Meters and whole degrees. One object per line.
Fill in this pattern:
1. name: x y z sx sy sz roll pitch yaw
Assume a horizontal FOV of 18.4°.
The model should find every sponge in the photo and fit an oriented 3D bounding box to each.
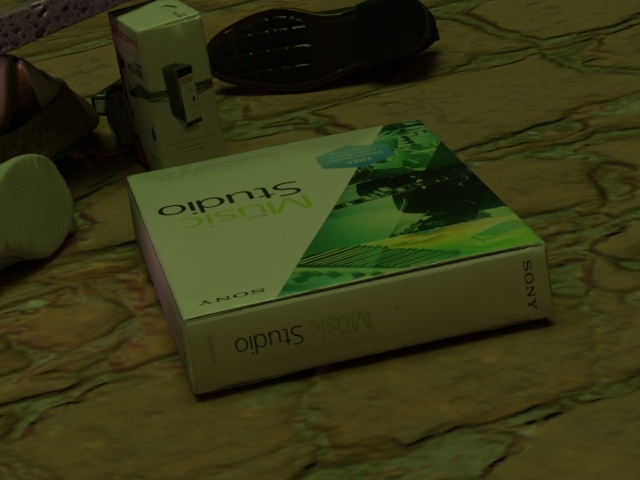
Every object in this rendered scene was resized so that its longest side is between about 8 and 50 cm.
1. sponge: -0.226 -0.187 1.627 0.210 0.031 0.117 -30 15 -39

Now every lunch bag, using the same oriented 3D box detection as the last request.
1. lunch bag: -0.152 -0.116 1.740 0.071 0.053 0.083 -11 11 -10

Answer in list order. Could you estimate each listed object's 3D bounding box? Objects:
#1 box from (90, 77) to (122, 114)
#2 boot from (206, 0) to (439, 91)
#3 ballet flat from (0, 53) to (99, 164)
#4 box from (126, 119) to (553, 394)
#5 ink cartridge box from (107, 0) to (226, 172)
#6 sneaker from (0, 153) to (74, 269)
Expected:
1. box: -0.163 -0.137 1.849 0.083 0.018 0.067 0 21 24
2. boot: 0.007 -0.179 1.852 0.219 0.082 0.106 -7 -2 17
3. ballet flat: -0.279 -0.093 1.639 0.123 0.123 0.348 -2 21 19
4. box: 0.000 0.000 1.345 0.232 0.058 0.322 -12 21 -9
5. ink cartridge box: -0.126 -0.123 1.623 0.056 0.135 0.099 -16 20 -17
6. sneaker: -0.264 -0.001 1.449 0.094 0.080 0.212 -11 17 30
